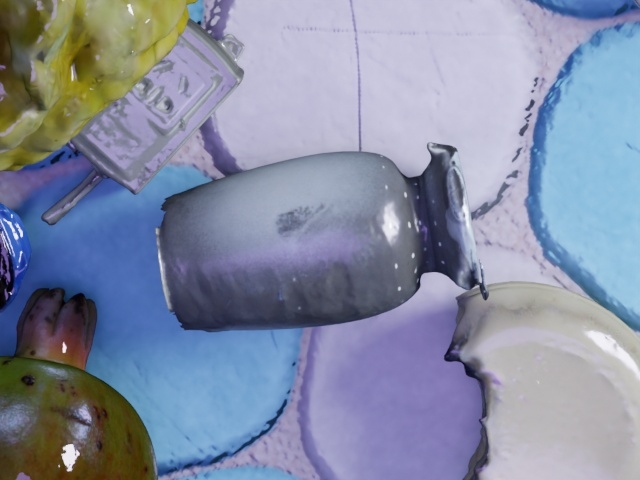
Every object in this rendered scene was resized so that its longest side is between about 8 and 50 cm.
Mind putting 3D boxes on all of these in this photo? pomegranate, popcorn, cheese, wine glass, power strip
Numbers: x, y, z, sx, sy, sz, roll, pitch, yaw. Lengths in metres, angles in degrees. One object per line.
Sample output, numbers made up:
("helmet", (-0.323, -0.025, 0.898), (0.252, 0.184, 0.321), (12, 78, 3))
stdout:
("pomegranate", (-0.190, 0.132, 1.292), (0.180, 0.180, 0.210), (14, 67, -1))
("popcorn", (-0.184, -0.141, 1.164), (0.286, 0.225, 0.174), (-44, 113, -15))
("cheese", (0.197, 0.122, 1.307), (0.249, 0.071, 0.163), (13, 104, 0))
("wine glass", (0.000, 0.000, 1.268), (0.204, 0.111, 0.111), (-9, 102, 3))
("power strip", (-0.126, -0.077, 1.291), (0.075, 0.042, 0.175), (41, 101, -8))

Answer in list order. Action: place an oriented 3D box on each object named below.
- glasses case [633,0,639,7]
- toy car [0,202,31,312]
("glasses case", (0.289, -0.192, 1.243), (0.197, 0.049, 0.076), (-11, 102, 5))
("toy car", (-0.294, 0.027, 1.310), (0.216, 0.063, 0.103), (-19, 99, 8))
